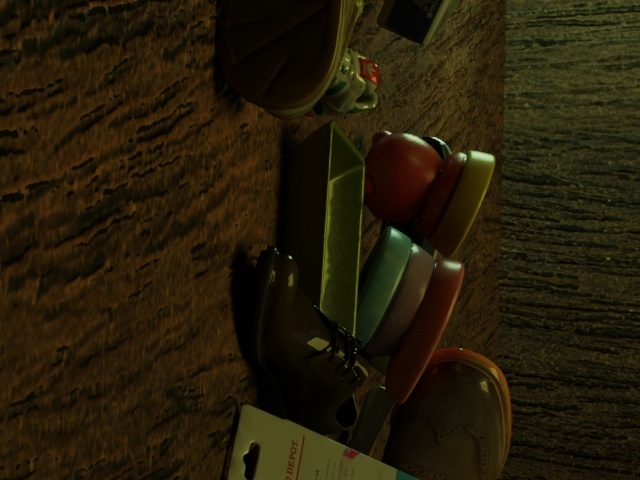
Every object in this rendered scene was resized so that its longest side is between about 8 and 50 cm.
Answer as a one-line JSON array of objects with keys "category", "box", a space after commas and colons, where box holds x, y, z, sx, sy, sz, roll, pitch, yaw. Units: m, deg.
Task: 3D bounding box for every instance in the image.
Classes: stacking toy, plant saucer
[{"category": "stacking toy", "box": [0.058, 0.049, 1.994, 0.309, 0.130, 0.279, -70, -175, -51]}, {"category": "plant saucer", "box": [0.000, 0.000, 1.701, 0.188, 0.045, 0.188, 41, 52, -77]}]

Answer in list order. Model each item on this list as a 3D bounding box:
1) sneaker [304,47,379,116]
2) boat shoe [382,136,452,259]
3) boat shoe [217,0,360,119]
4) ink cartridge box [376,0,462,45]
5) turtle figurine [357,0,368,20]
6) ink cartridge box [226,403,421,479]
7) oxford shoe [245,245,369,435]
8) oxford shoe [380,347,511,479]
[{"category": "sneaker", "box": [0.013, -0.161, 1.655, 0.161, 0.075, 0.057, 73, 22, -61]}, {"category": "boat shoe", "box": [0.113, -0.044, 2.227, 0.076, 0.080, 0.228, 80, 23, -53]}, {"category": "boat shoe", "box": [-0.010, -0.263, 1.442, 0.110, 0.121, 0.341, 40, 63, -82]}, {"category": "ink cartridge box", "box": [0.184, -0.395, 1.967, 0.324, 0.071, 0.330, -66, 174, 27]}, {"category": "turtle figurine", "box": [0.061, -0.306, 1.748, 0.217, 0.087, 0.270, -65, 169, -77]}, {"category": "ink cartridge box", "box": [-0.006, 0.218, 1.514, 0.061, 0.181, 0.104, -45, -155, 45]}, {"category": "oxford shoe", "box": [-0.008, 0.082, 1.547, 0.227, 0.096, 0.083, 75, 22, -52]}, {"category": "oxford shoe", "box": [0.113, 0.274, 1.972, 0.133, 0.130, 0.364, -62, 168, -54]}]
